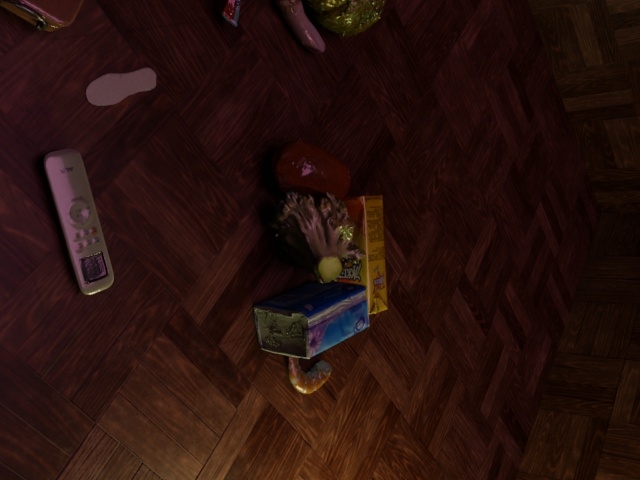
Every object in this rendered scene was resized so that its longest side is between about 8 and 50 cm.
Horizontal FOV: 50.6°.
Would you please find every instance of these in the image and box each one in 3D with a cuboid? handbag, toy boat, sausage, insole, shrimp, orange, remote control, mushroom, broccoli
[{"bbox_3d":[-0.571,-0.507,1.333,0.193,0.072,0.151,31,67,-47],"label":"handbag"},{"bbox_3d":[-0.225,-0.634,1.735,0.058,0.069,0.173,8,79,-41],"label":"toy boat"},{"bbox_3d":[-0.029,-0.186,1.899,0.268,0.153,0.141,20,64,-47],"label":"sausage"},{"bbox_3d":[-0.446,-0.350,1.527,0.197,0.004,0.065,-35,115,-44],"label":"insole"},{"bbox_3d":[-0.039,0.358,1.976,0.161,0.049,0.166,-33,107,-43],"label":"shrimp"},{"bbox_3d":[0.078,-0.763,1.978,0.301,0.223,0.300,48,50,-37],"label":"orange"},{"bbox_3d":[-0.511,-0.038,1.425,0.090,0.038,0.310,-24,108,-47],"label":"remote control"},{"bbox_3d":[-0.054,-0.624,1.937,0.209,0.071,0.084,54,45,-37],"label":"mushroom"},{"bbox_3d":[0.000,0.000,1.844,0.288,0.245,0.248,6,119,-31],"label":"broccoli"}]

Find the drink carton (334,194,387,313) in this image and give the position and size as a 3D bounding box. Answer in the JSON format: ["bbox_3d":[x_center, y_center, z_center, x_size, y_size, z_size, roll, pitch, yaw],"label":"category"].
[{"bbox_3d":[0.111,0.041,2.059,0.111,0.154,0.352,-6,94,-49],"label":"drink carton"}]

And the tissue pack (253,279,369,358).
[{"bbox_3d":[-0.022,0.212,1.873,0.263,0.198,0.146,-18,106,-48],"label":"tissue pack"}]
